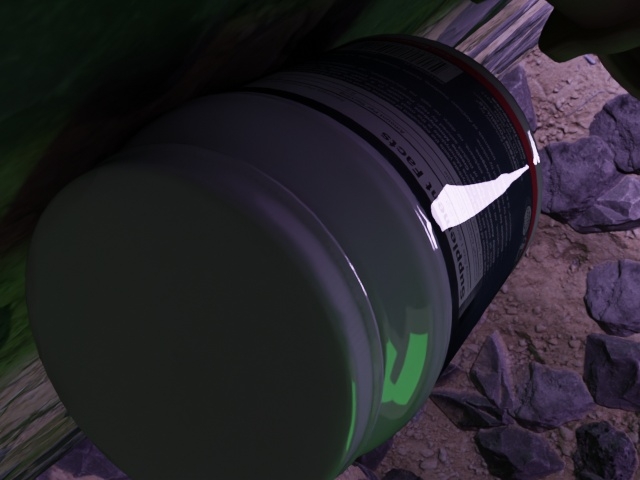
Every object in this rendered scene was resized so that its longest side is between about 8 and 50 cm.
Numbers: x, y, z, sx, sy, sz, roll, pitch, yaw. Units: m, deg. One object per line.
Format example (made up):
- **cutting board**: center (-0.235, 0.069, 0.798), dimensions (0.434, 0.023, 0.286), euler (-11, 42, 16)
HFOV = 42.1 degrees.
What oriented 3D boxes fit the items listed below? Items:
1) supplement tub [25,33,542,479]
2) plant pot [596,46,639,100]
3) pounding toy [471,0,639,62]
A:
- **supplement tub**: center (0.000, 0.000, 0.456), dimensions (0.191, 0.191, 0.272), euler (-43, 177, 35)
- **plant pot**: center (0.448, -0.326, 0.870), dimensions (0.323, 0.323, 0.280), euler (-44, -167, 42)
- **pounding toy**: center (0.144, -0.196, 0.398), dimensions (0.154, 0.155, 0.269), euler (-59, -165, 0)
